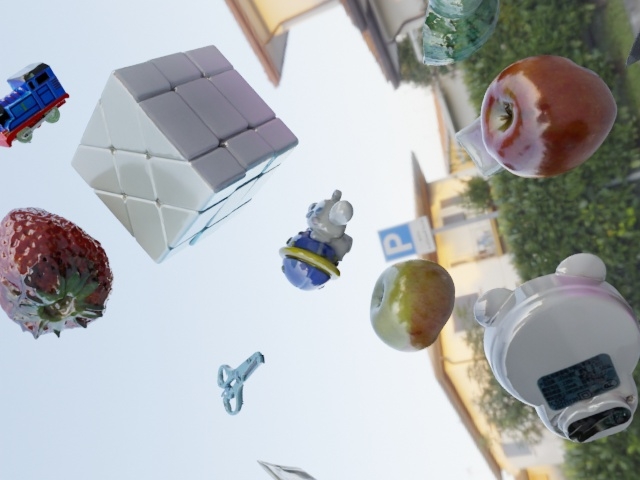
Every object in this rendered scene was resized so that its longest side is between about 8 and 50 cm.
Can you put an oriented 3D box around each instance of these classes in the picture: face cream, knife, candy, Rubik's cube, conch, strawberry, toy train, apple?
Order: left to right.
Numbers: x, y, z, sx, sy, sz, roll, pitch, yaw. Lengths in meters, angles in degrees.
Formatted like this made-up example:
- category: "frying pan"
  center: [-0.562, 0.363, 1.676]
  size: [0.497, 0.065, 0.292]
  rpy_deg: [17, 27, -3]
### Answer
- category: "toy train"
  center: [-0.697, -0.314, 1.318]
  size: [0.204, 0.082, 0.131]
  rpy_deg: [-56, -36, -35]
- category: "strawberry"
  center: [-0.591, 0.051, 1.238]
  size: [0.238, 0.250, 0.288]
  rpy_deg: [7, -147, -40]
- category: "Rubik's cube"
  center: [-0.305, -0.197, 1.273]
  size: [0.319, 0.322, 0.316]
  rpy_deg: [48, -140, 1]
- category: "face cream"
  center: [-0.021, 0.459, 1.032]
  size: [0.114, 0.224, 0.070]
  rpy_deg: [27, -102, -35]
- category: "apple"
  center: [0.241, 0.165, 1.492]
  size: [0.193, 0.261, 0.261]
  rpy_deg: [19, -138, -10]
- category: "conch"
  center: [0.269, -0.445, 1.098]
  size: [0.122, 0.175, 0.188]
  rpy_deg: [50, 168, 47]
- category: "candy"
  center: [0.523, -0.292, 1.387]
  size: [0.358, 0.208, 0.145]
  rpy_deg: [-21, -104, -39]
- category: "apple"
  center: [0.420, -0.227, 1.044]
  size: [0.230, 0.229, 0.230]
  rpy_deg: [50, -149, -47]
- category: "knife"
  center: [0.804, -0.531, 1.363]
  size: [0.028, 0.060, 0.230]
  rpy_deg: [-118, 40, -52]

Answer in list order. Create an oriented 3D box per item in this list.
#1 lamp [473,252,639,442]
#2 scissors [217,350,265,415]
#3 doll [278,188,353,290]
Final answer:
- category: "lamp"
  center: [0.306, 0.139, 0.707]
  size: [0.246, 0.179, 0.108]
  rpy_deg: [61, -163, -16]
- category: "scissors"
  center: [-0.268, 0.458, 1.866]
  size: [0.032, 0.393, 0.180]
  rpy_deg: [-8, -117, -34]
- category: "doll"
  center: [0.016, 0.006, 1.346]
  size: [0.159, 0.311, 0.243]
  rpy_deg: [38, -109, -7]
